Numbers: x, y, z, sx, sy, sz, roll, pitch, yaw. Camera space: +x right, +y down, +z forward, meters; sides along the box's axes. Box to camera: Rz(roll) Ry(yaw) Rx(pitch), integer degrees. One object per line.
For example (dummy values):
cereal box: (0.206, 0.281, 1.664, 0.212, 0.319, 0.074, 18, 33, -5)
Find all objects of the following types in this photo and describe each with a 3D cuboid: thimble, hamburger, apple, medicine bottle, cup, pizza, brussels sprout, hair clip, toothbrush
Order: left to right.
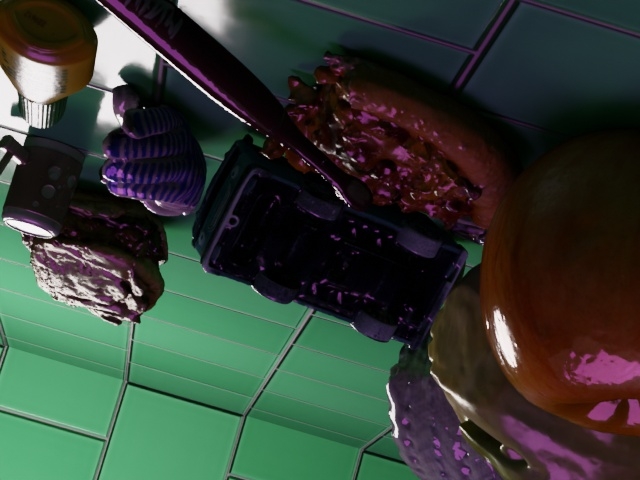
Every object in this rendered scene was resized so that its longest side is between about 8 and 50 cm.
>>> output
cup: (-0.319, -0.063, 1.961, 0.074, 0.099, 0.102, 9, 164, 21)
medicine bottle: (-0.255, -0.157, 1.609, 0.095, 0.064, 0.260, 19, 165, -5)
hamburger: (-0.276, 0.002, 2.166, 0.183, 0.130, 0.206, 13, 147, 6)
toothbrush: (-0.080, -0.133, 1.416, 0.364, 0.041, 0.041, 39, 155, -29)
pizza: (0.052, -0.076, 1.556, 0.229, 0.081, 0.289, 5, 162, 35)
thimble: (0.194, 0.206, 2.199, 0.157, 0.217, 0.245, 7, 150, 28)
hair clip: (0.182, -0.012, 1.751, 0.116, 0.049, 0.172, 23, 179, 29)
brussels sprout: (0.277, 0.168, 1.865, 0.344, 0.268, 0.344, 20, 171, 3)
apple: (0.270, 0.040, 1.462, 0.286, 0.233, 0.286, 14, 164, 4)

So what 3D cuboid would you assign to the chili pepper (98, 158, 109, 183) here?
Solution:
chili pepper: (-0.192, -0.081, 1.903, 0.118, 0.035, 0.055, -1, 173, 21)

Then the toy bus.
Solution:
toy bus: (0.000, 0.000, 1.754, 0.256, 0.128, 0.147, 22, -167, -25)

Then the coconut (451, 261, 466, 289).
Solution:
coconut: (0.114, 0.031, 1.896, 0.088, 0.088, 0.096, 1, 154, 45)

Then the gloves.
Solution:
gloves: (-0.167, -0.085, 1.743, 0.097, 0.119, 0.229, -30, 168, 3)
